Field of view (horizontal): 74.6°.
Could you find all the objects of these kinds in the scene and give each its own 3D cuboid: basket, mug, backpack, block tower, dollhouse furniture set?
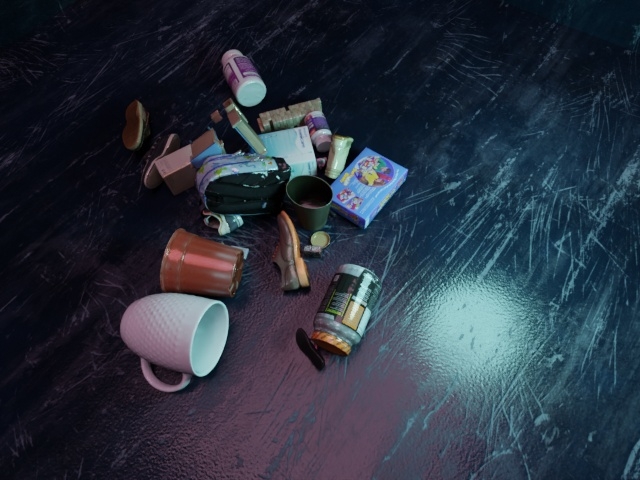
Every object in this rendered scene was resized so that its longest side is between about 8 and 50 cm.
[{"bbox_3d":[-0.038,-0.148,1.810,0.204,0.227,0.154,24,67,16],"label":"basket"},{"bbox_3d":[-0.560,0.380,1.572,0.328,0.276,0.374,9,94,14],"label":"mug"},{"bbox_3d":[-0.343,-0.235,1.785,0.355,0.290,0.273,-22,59,-33],"label":"backpack"},{"bbox_3d":[-0.148,-0.620,2.138,0.335,0.091,0.097,-18,64,-5],"label":"block tower"},{"bbox_3d":[-0.440,-0.428,1.899,0.303,0.198,0.286,-35,43,7],"label":"dollhouse furniture set"}]

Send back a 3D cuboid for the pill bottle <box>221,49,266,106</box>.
[{"bbox_3d":[-0.418,-0.873,2.240,0.169,0.169,0.301,-24,64,-9],"label":"pill bottle"}]

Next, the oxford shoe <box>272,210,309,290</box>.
[{"bbox_3d":[-0.150,0.038,1.781,0.133,0.130,0.363,-17,63,2],"label":"oxford shoe"}]

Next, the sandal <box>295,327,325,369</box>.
[{"bbox_3d":[-0.036,0.415,1.618,0.040,0.067,0.179,-10,53,-47],"label":"sandal"}]

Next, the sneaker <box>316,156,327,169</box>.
[{"bbox_3d":[0.013,-0.376,1.985,0.057,0.119,0.047,-42,96,-8],"label":"sneaker"}]

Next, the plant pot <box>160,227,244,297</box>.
[{"bbox_3d":[-0.462,0.110,1.700,0.265,0.272,0.272,12,64,0],"label":"plant pot"}]

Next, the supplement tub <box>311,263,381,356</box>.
[{"bbox_3d":[0.095,0.265,1.608,0.194,0.193,0.316,21,66,14],"label":"supplement tub"}]

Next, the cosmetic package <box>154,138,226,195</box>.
[{"bbox_3d":[-0.600,-0.361,1.994,0.309,0.160,0.113,-30,66,-10],"label":"cosmetic package"}]

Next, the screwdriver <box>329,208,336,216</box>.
[{"bbox_3d":[0.012,-0.160,1.933,0.025,0.024,0.170,-20,52,-40],"label":"screwdriver"}]

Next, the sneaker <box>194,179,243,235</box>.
[{"bbox_3d":[-0.497,-0.155,1.899,0.127,0.126,0.321,-38,68,-21],"label":"sneaker"}]

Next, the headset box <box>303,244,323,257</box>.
[{"bbox_3d":[-0.028,0.048,1.801,0.083,0.062,0.032,2,64,6],"label":"headset box"}]

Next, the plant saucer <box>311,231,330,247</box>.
[{"bbox_3d":[0.000,0.000,1.850,0.083,0.015,0.083,-2,63,3],"label":"plant saucer"}]

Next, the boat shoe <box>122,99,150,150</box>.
[{"bbox_3d":[-0.915,-0.567,2.138,0.123,0.123,0.342,-31,52,15],"label":"boat shoe"}]

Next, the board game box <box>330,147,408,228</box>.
[{"bbox_3d":[0.204,-0.245,1.916,0.233,0.078,0.347,33,66,19],"label":"board game box"}]

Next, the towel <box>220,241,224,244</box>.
[{"bbox_3d":[-0.432,0.050,1.844,0.060,0.009,0.083,-40,58,-8],"label":"towel"}]

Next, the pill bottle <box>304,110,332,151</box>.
[{"bbox_3d":[-0.006,-0.534,2.073,0.108,0.108,0.193,-16,63,-5],"label":"pill bottle"}]

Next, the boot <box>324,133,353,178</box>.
[{"bbox_3d":[0.087,-0.394,1.989,0.095,0.262,0.203,12,105,5],"label":"boot"}]

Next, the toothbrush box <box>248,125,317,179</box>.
[{"bbox_3d":[-0.181,-0.403,2.007,0.296,0.126,0.216,-13,62,-2],"label":"toothbrush box"}]

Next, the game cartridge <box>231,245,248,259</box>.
[{"bbox_3d":[-0.361,0.056,1.844,0.083,0.017,0.056,10,68,9],"label":"game cartridge"}]

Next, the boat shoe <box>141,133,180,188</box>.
[{"bbox_3d":[-0.802,-0.393,2.041,0.113,0.127,0.340,9,62,10],"label":"boat shoe"}]
